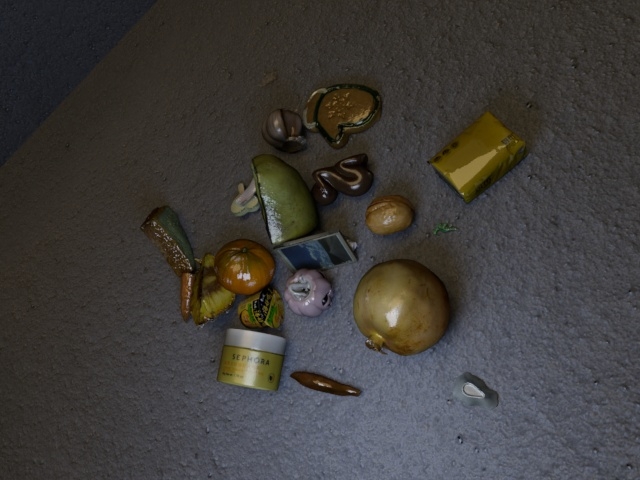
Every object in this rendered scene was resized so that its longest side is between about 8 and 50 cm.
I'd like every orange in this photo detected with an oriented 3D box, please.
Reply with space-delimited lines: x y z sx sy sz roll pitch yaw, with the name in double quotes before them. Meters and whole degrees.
"orange" -0.288 0.093 1.916 0.240 0.171 0.240 1 39 -1

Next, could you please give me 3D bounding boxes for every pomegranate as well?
"pomegranate" 0.244 0.215 1.583 0.319 0.319 0.319 -9 67 22

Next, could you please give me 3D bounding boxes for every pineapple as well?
"pineapple" -0.425 0.205 2.004 0.161 0.158 0.335 -49 43 48

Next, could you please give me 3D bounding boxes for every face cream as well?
"face cream" -0.237 0.415 1.767 0.218 0.218 0.179 2 73 25
"face cream" 0.000 0.000 1.901 0.283 0.073 0.073 11 76 28

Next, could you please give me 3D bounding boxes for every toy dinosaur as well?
"toy dinosaur" 0.426 -0.036 1.749 0.062 0.021 0.083 -51 55 8

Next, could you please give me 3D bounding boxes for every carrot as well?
"carrot" -0.539 0.232 2.065 0.072 0.072 0.205 4 87 26

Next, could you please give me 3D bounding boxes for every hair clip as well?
"hair clip" -0.302 -0.197 2.120 0.159 0.071 0.218 27 77 36

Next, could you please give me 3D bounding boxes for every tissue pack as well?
"tissue pack" 0.533 -0.281 1.727 0.271 0.134 0.192 -41 60 6

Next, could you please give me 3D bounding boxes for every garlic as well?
"garlic" -0.111 -0.468 2.081 0.256 0.207 0.207 -39 60 9

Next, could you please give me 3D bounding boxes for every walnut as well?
"walnut" 0.238 -0.088 1.790 0.180 0.144 0.144 -4 69 28

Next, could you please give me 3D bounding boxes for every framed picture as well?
"framed picture" -0.015 0.047 1.828 0.260 0.189 0.023 -15 48 18

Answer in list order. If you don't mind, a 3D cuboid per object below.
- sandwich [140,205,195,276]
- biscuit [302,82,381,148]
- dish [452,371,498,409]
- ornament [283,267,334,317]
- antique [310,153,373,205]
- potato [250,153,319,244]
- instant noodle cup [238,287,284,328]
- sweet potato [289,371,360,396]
"sandwich" -0.632 -0.006 2.173 0.099 0.288 0.254 -33 16 3
"biscuit" 0.076 -0.512 2.072 0.343 0.057 0.287 7 74 27
"dish" 0.465 0.457 1.531 0.137 0.039 0.091 23 81 31
"ornament" -0.045 0.183 1.800 0.177 0.177 0.178 -9 67 22
"antique" 0.077 -0.215 1.927 0.256 0.121 0.143 -19 73 10
"potato" -0.134 -0.193 1.891 0.212 0.280 0.330 -14 29 -7
"instant noodle cup" -0.221 0.257 1.872 0.122 0.151 0.151 -15 65 30
"sweet potato" 0.013 0.487 1.720 0.264 0.057 0.057 8 74 23
